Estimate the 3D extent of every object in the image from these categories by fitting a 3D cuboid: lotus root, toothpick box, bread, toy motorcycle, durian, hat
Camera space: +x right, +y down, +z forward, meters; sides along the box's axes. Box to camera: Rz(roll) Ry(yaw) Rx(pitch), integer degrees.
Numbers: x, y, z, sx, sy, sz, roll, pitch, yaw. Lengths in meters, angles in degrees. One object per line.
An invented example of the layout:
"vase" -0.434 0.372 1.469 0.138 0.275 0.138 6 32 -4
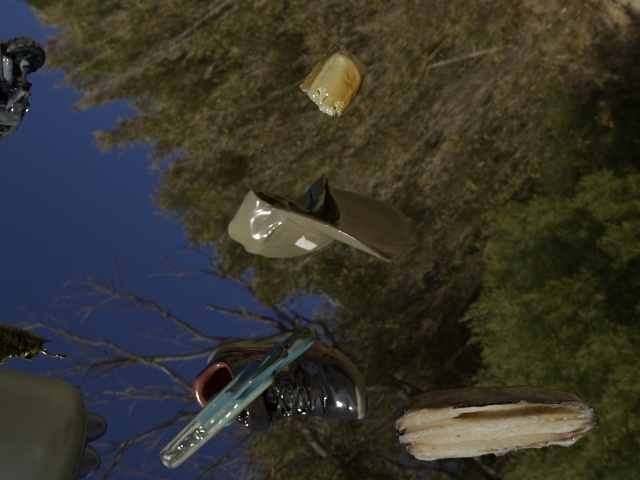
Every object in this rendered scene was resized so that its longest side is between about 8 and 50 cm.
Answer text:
"lotus root" 0.292 0.290 1.144 0.078 0.330 0.167 -85 -18 -45
"toothpick box" -0.500 0.289 0.995 0.355 0.263 0.263 15 -145 -15
"bread" 0.025 -0.272 1.158 0.082 0.106 0.125 39 -166 -19
"toy motorcycle" -0.635 -0.287 1.303 0.159 0.270 0.106 -8 -120 -43
"durian" -0.684 0.194 1.312 0.375 0.132 0.106 26 -105 -34
"hat" 0.000 0.000 0.819 0.173 0.144 0.166 47 -148 16

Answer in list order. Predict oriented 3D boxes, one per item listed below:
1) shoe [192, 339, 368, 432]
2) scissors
"shoe" -0.072 0.219 1.020 0.137 0.291 0.114 -32 -60 -59
"scissors" -0.115 0.203 0.836 0.041 0.289 0.138 49 -153 7
